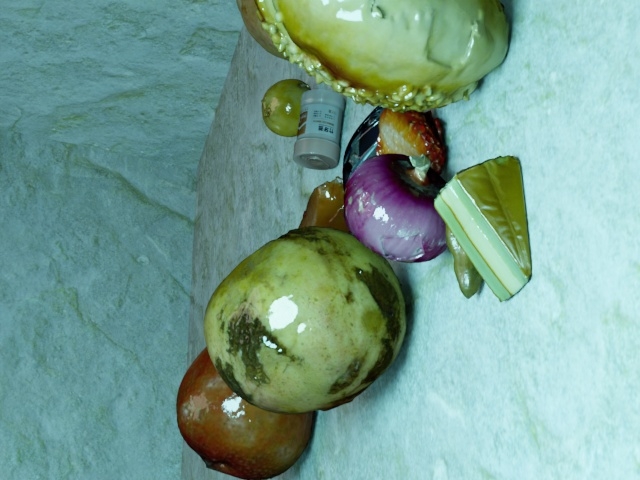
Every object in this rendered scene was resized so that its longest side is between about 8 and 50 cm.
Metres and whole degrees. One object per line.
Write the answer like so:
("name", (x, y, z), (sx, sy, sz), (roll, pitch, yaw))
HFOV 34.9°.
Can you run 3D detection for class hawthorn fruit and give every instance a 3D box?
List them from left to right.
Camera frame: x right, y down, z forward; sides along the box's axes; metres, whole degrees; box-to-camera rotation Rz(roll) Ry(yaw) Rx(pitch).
("hawthorn fruit", (-0.147, 0.313, 2.003), (0.295, 0.295, 0.311), (133, 148, -64))

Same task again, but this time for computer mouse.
("computer mouse", (0.090, -0.141, 1.778), (0.137, 0.096, 0.233), (-109, 32, -63))

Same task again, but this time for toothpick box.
("toothpick box", (-0.002, -0.237, 2.183), (0.098, 0.098, 0.148), (141, 139, -68))

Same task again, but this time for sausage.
("sausage", (0.000, 0.000, 2.015), (0.330, 0.102, 0.102), (115, 160, -44))

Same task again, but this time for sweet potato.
("sweet potato", (0.196, -0.008, 1.379), (0.053, 0.054, 0.182), (121, 154, -73))

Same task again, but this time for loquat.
("loquat", (-0.075, -0.320, 2.440), (0.141, 0.141, 0.141), (-169, 90, -75))

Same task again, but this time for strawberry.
("strawberry", (0.151, -0.146, 1.610), (0.188, 0.082, 0.121), (-125, 40, -52))

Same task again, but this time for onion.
("onion", (0.118, -0.049, 1.459), (0.153, 0.177, 0.177), (-54, 19, 7))

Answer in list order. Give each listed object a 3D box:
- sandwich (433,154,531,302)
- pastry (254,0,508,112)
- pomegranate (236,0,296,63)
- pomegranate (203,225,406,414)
("sandwich", (0.239, -0.019, 1.296), (0.163, 0.113, 0.079), (57, 147, 17))
("pastry", (0.073, -0.333, 1.472), (0.245, 0.410, 0.409), (-62, 20, 20))
("pomegranate", (-0.043, -0.533, 2.118), (0.338, 0.338, 0.338), (-169, 90, -75))
("pomegranate", (-0.020, 0.128, 1.592), (0.322, 0.322, 0.322), (-169, 90, -75))
